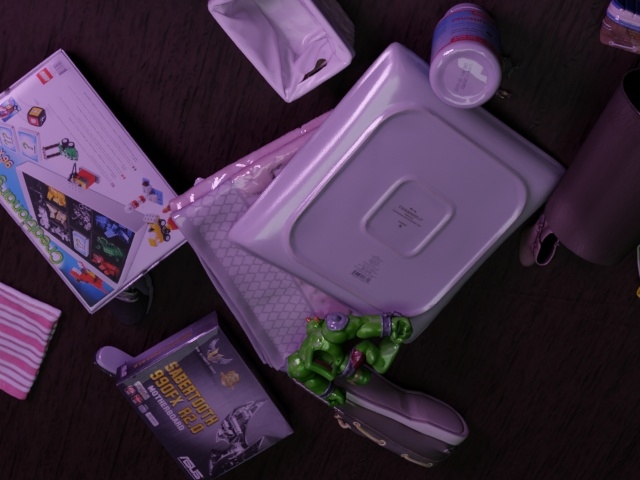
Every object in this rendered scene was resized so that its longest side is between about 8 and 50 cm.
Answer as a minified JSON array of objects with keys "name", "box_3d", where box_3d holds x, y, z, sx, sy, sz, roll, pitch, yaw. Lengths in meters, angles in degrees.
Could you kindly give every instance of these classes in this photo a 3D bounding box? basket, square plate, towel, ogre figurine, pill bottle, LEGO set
[{"name":"basket","box_3d":[-0.043,-0.280,1.583,0.113,0.103,0.167,-31,113,24]},{"name":"square plate","box_3d":[0.112,-0.039,1.661,0.347,0.049,0.344,32,109,-30]},{"name":"towel","box_3d":[-0.497,0.154,1.959,0.144,0.029,0.197,23,122,-8]},{"name":"ogre figurine","box_3d":[0.030,0.156,1.733,0.118,0.097,0.197,21,151,-26]},{"name":"basket","box_3d":[0.405,-0.087,1.621,0.204,0.154,0.227,0,138,-35]},{"name":"pill bottle","box_3d":[0.180,-0.234,1.550,0.087,0.160,0.087,3,123,5]},{"name":"towel","box_3d":[0.000,0.000,1.716,0.317,0.053,0.332,-28,125,2]},{"name":"LEGO set","box_3d":[0.232,-0.223,1.636,0.054,0.023,0.083,12,136,2]}]

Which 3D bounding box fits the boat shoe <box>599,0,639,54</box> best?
[{"name":"boat shoe","box_3d":[0.439,-0.245,1.573,0.183,0.066,0.066,24,127,4]}]

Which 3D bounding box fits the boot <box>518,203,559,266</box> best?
[{"name":"boot","box_3d":[0.302,0.007,1.729,0.042,0.087,0.118,11,123,-2]}]

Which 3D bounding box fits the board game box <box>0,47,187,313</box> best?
[{"name":"board game box","box_3d":[-0.327,-0.079,1.692,0.193,0.053,0.305,-37,98,-2]}]

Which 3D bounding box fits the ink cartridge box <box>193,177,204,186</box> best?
[{"name":"ink cartridge box","box_3d":[-0.100,-0.031,1.772,0.180,0.060,0.104,21,121,-6]}]

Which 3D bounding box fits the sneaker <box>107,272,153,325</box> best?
[{"name":"sneaker","box_3d":[-0.303,0.052,1.808,0.086,0.132,0.228,-1,122,8]}]

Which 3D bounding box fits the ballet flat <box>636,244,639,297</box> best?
[{"name":"ballet flat","box_3d":[0.475,-0.004,1.713,0.077,0.077,0.231,12,126,17]}]

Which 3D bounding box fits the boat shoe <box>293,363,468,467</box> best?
[{"name":"boat shoe","box_3d":[0.075,0.255,1.902,0.305,0.109,0.091,27,117,-14]}]

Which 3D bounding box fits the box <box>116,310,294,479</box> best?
[{"name":"box","box_3d":[-0.176,0.247,1.932,0.183,0.056,0.231,-30,115,5]}]

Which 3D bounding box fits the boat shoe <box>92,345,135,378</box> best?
[{"name":"boat shoe","box_3d":[-0.292,0.207,1.960,0.142,0.049,0.040,36,155,-23]}]
